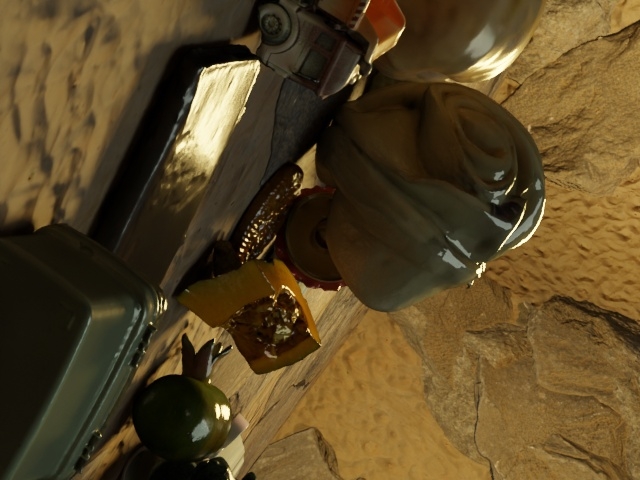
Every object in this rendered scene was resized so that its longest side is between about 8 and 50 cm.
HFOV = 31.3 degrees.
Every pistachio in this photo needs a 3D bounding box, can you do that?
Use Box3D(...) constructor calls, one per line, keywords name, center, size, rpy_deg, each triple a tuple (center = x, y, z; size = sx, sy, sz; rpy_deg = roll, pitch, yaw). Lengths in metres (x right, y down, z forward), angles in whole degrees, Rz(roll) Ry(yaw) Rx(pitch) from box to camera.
Box3D(name="pistachio", center=(0.171, -0.322, 1.496), size=(0.309, 0.230, 0.230), rpy_deg=(-57, 172, -28))

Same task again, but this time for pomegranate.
Box3D(name="pomegranate", center=(-0.200, 0.237, 1.715), size=(0.152, 0.131, 0.191), rpy_deg=(26, 73, -65))

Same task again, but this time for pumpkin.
Box3D(name="pumpkin", center=(-0.108, 0.079, 1.643), size=(0.131, 0.126, 0.248), rpy_deg=(-24, 137, 9))

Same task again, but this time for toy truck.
Box3D(name="toy truck", center=(0.039, -0.278, 1.146), size=(0.270, 0.135, 0.114), rpy_deg=(-62, 170, 30))

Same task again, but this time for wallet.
Box3D(name="wallet", center=(-0.159, -0.058, 1.156), size=(0.310, 0.042, 0.165), rpy_deg=(-62, 168, 21))

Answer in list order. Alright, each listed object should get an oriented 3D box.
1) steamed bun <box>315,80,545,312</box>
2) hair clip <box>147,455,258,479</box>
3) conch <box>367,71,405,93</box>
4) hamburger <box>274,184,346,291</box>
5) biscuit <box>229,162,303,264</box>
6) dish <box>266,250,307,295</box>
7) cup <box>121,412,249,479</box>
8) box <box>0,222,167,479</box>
Box3D(name="steamed bun", center=(0.188, -0.091, 1.753), size=(0.367, 0.343, 0.255), rpy_deg=(-21, 177, -38))
Box3D(name="hair clip", center=(-0.182, 0.456, 1.760), size=(0.310, 0.194, 0.206), rpy_deg=(-48, -156, 29))
Box3D(name="conch", center=(0.152, -0.264, 1.920), size=(0.173, 0.106, 0.116), rpy_deg=(-24, 130, -48))
Box3D(name="hamburger", center=(0.001, 0.003, 1.864), size=(0.175, 0.175, 0.137), rpy_deg=(-55, -177, -12))
Box3D(name="biscuit", center=(-0.081, -0.032, 1.705), size=(0.188, 0.027, 0.188), rpy_deg=(-54, 171, -13))
Box3D(name="dish", center=(-0.059, 0.063, 2.036), size=(0.154, 0.064, 0.234), rpy_deg=(-55, 170, -9))
Box3D(name="cup", center=(-0.204, 0.388, 1.968), size=(0.221, 0.167, 0.202), rpy_deg=(-13, -172, 16))
Box3D(name="box", center=(-0.239, 0.100, 0.967), size=(0.210, 0.148, 0.129), rpy_deg=(-61, 162, 11))
